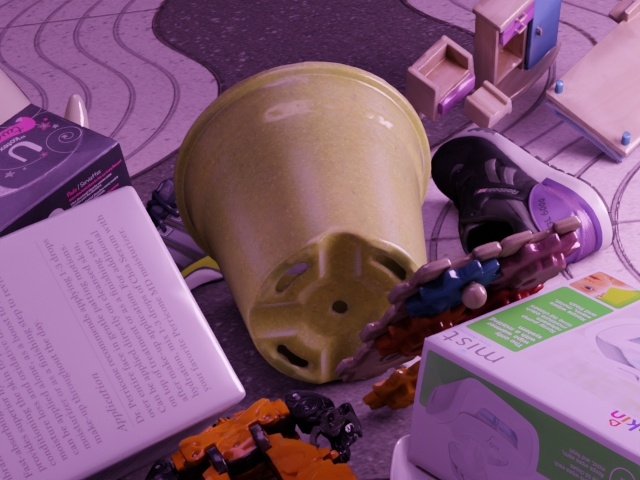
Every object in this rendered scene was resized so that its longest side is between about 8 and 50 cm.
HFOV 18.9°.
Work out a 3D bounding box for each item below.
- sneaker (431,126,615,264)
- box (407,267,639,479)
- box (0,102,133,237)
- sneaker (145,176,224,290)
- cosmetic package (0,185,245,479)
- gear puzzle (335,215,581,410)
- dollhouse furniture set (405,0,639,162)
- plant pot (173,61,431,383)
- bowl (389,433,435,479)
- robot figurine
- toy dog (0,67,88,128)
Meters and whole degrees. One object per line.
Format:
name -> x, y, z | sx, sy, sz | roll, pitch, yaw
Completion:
sneaker -> 0.184, -0.040, 2.106 | 0.124, 0.107, 0.283 | -28, 29, -22
box -> 0.242, 0.152, 1.540 | 0.231, 0.127, 0.262 | -17, 34, -41
box -> -0.347, -0.019, 2.146 | 0.163, 0.142, 0.247 | 24, 50, 36
sneaker -> -0.177, -0.001, 2.138 | 0.300, 0.121, 0.111 | -27, 28, -31
cosmetic package -> -0.323, 0.152, 1.688 | 0.453, 0.230, 0.161 | -24, -10, -29
gear puzzle -> 0.107, 0.089, 1.688 | 0.175, 0.044, 0.339 | -17, -20, -24
dollhouse furniture set -> 0.311, -0.163, 2.368 | 0.303, 0.198, 0.286 | 39, 71, 21
plant pot -> 0.000, 0.000, 1.938 | 0.276, 0.276, 0.254 | -12, 35, -2
bowl -> 0.132, 0.213, 1.628 | 0.142, 0.053, 0.142 | -8, 23, 6
robot figurine -> -0.039, 0.231, 1.598 | 0.211, 0.085, 0.291 | -26, 27, -7
toy dog -> -0.454, -0.179, 2.292 | 0.395, 0.408, 0.284 | -23, 28, -25
